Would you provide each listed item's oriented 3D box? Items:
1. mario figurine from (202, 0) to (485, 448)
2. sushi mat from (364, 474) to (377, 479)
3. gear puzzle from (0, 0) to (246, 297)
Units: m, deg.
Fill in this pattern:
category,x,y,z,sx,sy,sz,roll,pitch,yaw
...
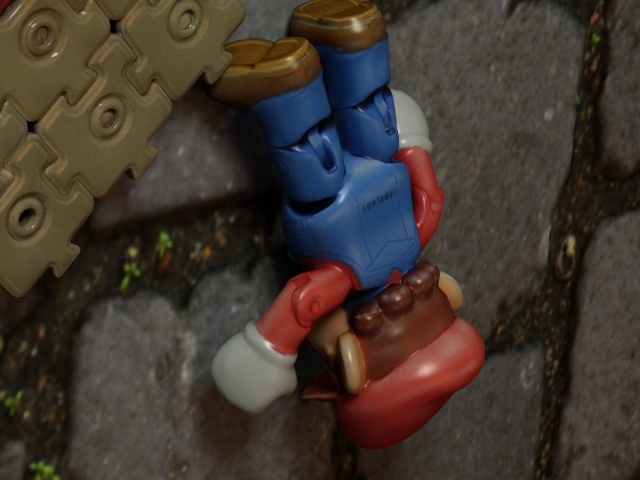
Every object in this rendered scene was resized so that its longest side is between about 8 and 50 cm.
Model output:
category,x,y,z,sx,sy,sz,roll,pitch,yaw
mario figurine,0.000,0.000,1.303,0.198,0.170,0.320,-16,112,-3
sushi mat,-0.050,0.322,1.429,0.316,0.019,0.151,-36,131,-33
gear puzzle,-0.184,-0.063,1.103,0.339,0.044,0.175,-53,139,-14
